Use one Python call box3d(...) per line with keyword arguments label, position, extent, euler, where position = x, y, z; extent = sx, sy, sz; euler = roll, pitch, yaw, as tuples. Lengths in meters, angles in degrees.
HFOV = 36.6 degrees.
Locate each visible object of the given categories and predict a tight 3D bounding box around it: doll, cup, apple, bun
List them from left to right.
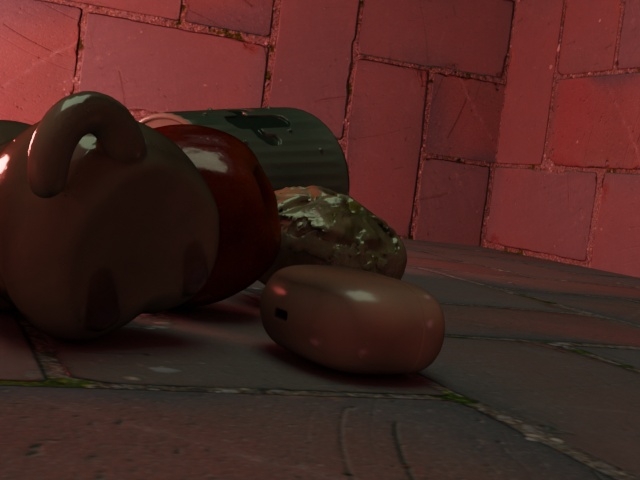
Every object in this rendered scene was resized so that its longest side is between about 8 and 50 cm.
box3d(label="doll", position=(-0.260, -0.018, 0.941), extent=(0.370, 0.226, 0.215), euler=(-3, 25, 48))
box3d(label="apple", position=(-0.157, -0.027, 1.142), extent=(0.201, 0.218, 0.218), euler=(-14, 0, 8))
box3d(label="cup", position=(-0.129, -0.097, 1.789), extent=(0.401, 0.310, 0.392), euler=(7, 8, 33))
box3d(label="bun", position=(0.000, 0.000, 1.311), extent=(0.239, 0.141, 0.239), euler=(21, 14, -5))

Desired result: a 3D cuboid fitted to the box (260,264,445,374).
box3d(label="box", position=(0.027, 0.073, 0.919), extent=(0.146, 0.088, 0.200), euler=(6, 4, -29))
